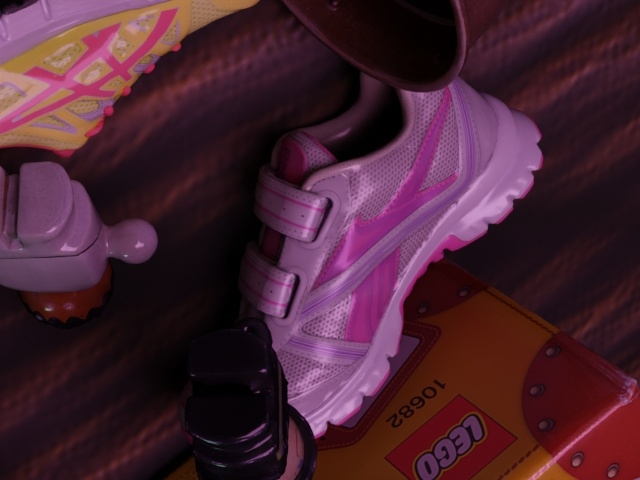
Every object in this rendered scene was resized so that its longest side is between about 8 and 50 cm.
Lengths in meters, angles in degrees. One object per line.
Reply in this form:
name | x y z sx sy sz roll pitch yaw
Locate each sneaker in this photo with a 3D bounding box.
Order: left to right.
sneaker | -0.115 -0.089 0.752 0.209 0.081 0.094 -22 126 -14
sneaker | 0.000 0.000 0.844 0.111 0.103 0.252 43 79 -31

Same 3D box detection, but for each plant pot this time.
plant pot | 0.060 -0.186 0.768 0.165 0.167 0.167 -43 125 -19

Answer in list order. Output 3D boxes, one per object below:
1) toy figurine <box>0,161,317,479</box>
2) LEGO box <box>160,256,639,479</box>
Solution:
toy figurine | -0.127 0.090 0.732 0.213 0.209 0.148 -47 163 -13
LEGO box | 0.001 0.318 0.908 0.500 0.193 0.372 -39 124 -11
